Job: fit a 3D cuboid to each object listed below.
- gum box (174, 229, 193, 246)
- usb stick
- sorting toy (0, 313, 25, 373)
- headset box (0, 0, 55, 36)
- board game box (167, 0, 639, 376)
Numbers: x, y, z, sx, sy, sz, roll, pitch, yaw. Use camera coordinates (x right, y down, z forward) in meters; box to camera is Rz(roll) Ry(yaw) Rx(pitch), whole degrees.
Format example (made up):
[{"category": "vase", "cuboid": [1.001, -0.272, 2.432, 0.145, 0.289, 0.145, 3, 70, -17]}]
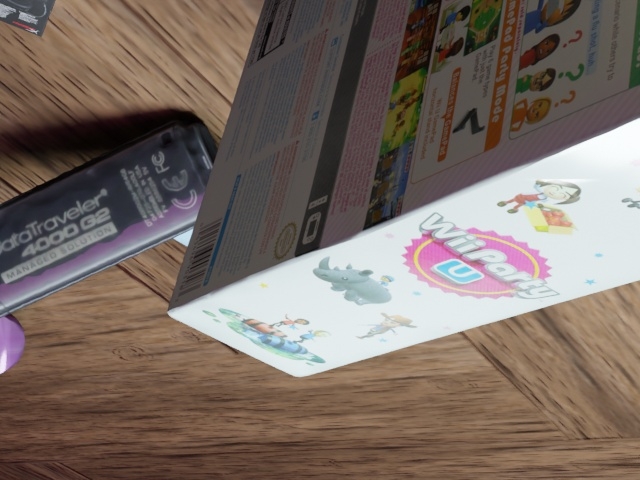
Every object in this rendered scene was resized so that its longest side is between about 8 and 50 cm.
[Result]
[{"category": "gum box", "cuboid": [0.000, 0.000, 0.900, 0.184, 0.041, 0.157, 32, 145, -33]}, {"category": "usb stick", "cuboid": [-0.193, -0.003, 0.857, 0.278, 0.077, 0.045, -24, -177, 16]}, {"category": "sorting toy", "cuboid": [-0.469, 0.069, 1.176, 0.366, 0.127, 0.126, 10, -179, -2]}, {"category": "headset box", "cuboid": [-0.179, -0.162, 0.687, 0.062, 0.032, 0.083, 20, 149, -16]}, {"category": "board game box", "cuboid": [0.075, -0.077, 0.545, 0.097, 0.224, 0.303, 30, 147, -28]}]
